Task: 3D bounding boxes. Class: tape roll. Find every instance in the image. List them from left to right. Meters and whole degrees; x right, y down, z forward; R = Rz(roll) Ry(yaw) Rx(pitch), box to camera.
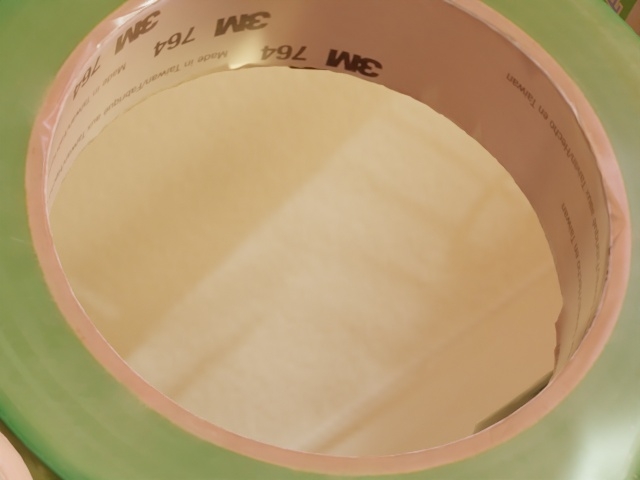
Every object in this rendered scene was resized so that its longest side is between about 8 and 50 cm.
[{"bbox_3d":[0.000,0.000,0.759,0.321,0.321,0.077,7,-31,-8],"label":"tape roll"}]

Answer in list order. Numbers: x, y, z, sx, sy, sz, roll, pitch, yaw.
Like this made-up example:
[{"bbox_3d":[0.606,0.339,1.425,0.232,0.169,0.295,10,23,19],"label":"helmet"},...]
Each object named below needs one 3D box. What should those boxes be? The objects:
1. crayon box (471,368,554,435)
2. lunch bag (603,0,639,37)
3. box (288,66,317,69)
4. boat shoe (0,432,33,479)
[{"bbox_3d":[0.204,0.286,0.926,0.363,0.313,0.106,31,-35,-10],"label":"crayon box"},{"bbox_3d":[0.291,-0.115,1.015,0.385,0.239,0.328,-19,-82,36],"label":"lunch bag"},{"bbox_3d":[0.070,-0.236,1.212,0.201,0.057,0.293,3,-47,8],"label":"box"},{"bbox_3d":[-0.233,0.120,0.511,0.324,0.116,0.096,-15,-32,-35],"label":"boat shoe"}]
